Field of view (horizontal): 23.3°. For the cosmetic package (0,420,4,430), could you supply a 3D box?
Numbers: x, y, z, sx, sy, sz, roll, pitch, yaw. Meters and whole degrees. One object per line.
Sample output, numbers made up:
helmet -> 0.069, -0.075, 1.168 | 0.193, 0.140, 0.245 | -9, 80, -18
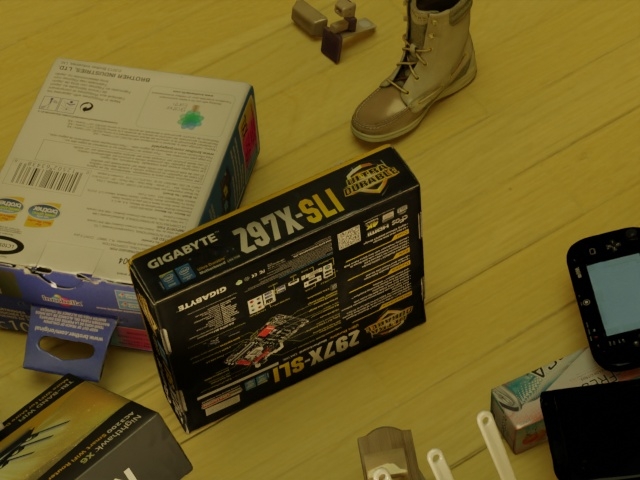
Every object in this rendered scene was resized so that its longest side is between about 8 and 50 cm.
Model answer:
cosmetic package -> -0.546, 0.245, 1.640 | 0.365, 0.155, 0.197 | -41, 28, -22

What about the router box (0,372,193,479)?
router box -> -0.318, 0.278, 1.616 | 0.309, 0.081, 0.243 | -39, 24, -23

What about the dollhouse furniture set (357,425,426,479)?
dollhouse furniture set -> 0.124, 0.237, 1.621 | 0.161, 0.182, 0.101 | -9, 52, -2

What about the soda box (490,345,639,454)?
soda box -> 0.284, 0.169, 1.740 | 0.183, 0.058, 0.063 | -22, 54, -13

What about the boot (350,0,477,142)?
boot -> 0.119, -0.234, 1.998 | 0.213, 0.165, 0.077 | -36, 57, -23

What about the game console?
game console -> 0.337, 0.124, 1.700 | 0.213, 0.044, 0.361 | -8, 45, 1

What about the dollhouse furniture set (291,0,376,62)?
dollhouse furniture set -> 0.023, -0.320, 2.136 | 0.081, 0.091, 0.114 | -24, 50, -33

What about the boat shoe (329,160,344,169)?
boat shoe -> 0.055, -0.073, 1.963 | 0.100, 0.035, 0.035 | 27, 62, 31

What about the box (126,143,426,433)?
box -> -0.038, 0.057, 1.729 | 0.322, 0.257, 0.079 | -25, 55, -13

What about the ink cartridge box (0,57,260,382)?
ink cartridge box -> -0.256, -0.022, 1.874 | 0.270, 0.151, 0.395 | 9, 52, 12

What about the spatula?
spatula -> 0.152, 0.295, 1.560 | 0.168, 0.242, 0.019 | -28, 21, -12
